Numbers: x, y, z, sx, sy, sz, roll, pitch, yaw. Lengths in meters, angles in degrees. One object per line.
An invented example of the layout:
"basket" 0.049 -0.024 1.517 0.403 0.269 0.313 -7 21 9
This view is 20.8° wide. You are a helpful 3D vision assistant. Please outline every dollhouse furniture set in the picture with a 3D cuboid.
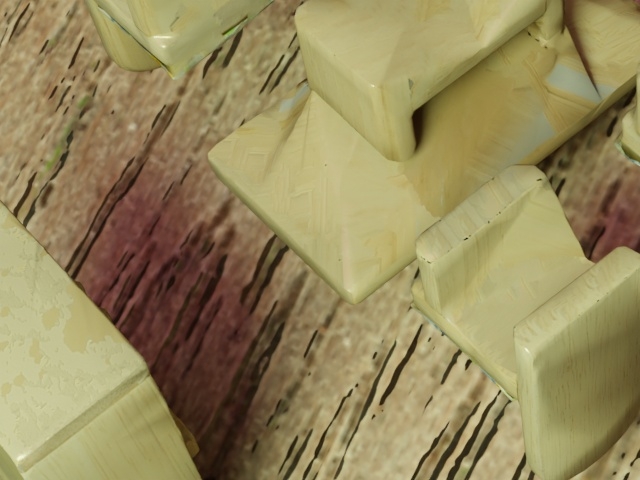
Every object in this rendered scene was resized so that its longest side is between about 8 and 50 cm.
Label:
"dollhouse furniture set" 0.000 0.000 0.892 0.394 0.256 0.362 -37 59 -15
